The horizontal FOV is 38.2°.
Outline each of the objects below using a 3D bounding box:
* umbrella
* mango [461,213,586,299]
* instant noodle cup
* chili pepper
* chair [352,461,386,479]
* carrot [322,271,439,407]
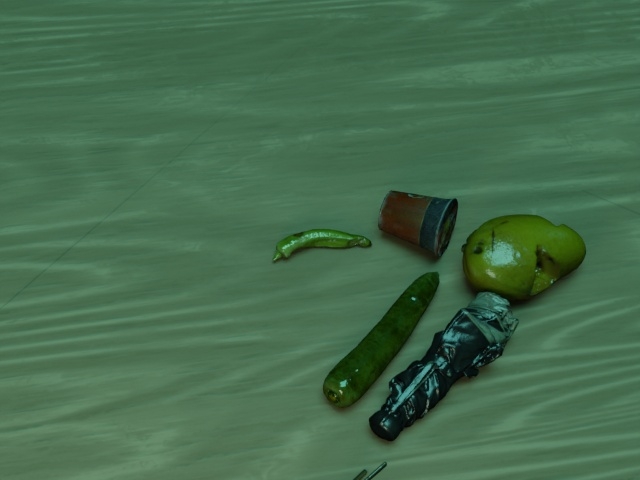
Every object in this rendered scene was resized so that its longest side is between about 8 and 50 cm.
[{"bbox_3d":[0.227,0.229,1.676,0.358,0.106,0.113,-39,80,-26],"label":"umbrella"},{"bbox_3d":[0.403,0.028,1.823,0.262,0.130,0.167,-18,62,-22],"label":"mango"},{"bbox_3d":[0.195,-0.044,1.874,0.136,0.127,0.127,17,54,21],"label":"instant noodle cup"},{"bbox_3d":[0.000,-0.001,1.871,0.208,0.043,0.049,-10,42,-11],"label":"chili pepper"},{"bbox_3d":[0.030,0.457,1.506,0.221,0.104,0.095,-28,77,-25],"label":"chair"},{"bbox_3d":[0.128,0.176,1.734,0.074,0.074,0.358,32,55,19],"label":"carrot"}]
